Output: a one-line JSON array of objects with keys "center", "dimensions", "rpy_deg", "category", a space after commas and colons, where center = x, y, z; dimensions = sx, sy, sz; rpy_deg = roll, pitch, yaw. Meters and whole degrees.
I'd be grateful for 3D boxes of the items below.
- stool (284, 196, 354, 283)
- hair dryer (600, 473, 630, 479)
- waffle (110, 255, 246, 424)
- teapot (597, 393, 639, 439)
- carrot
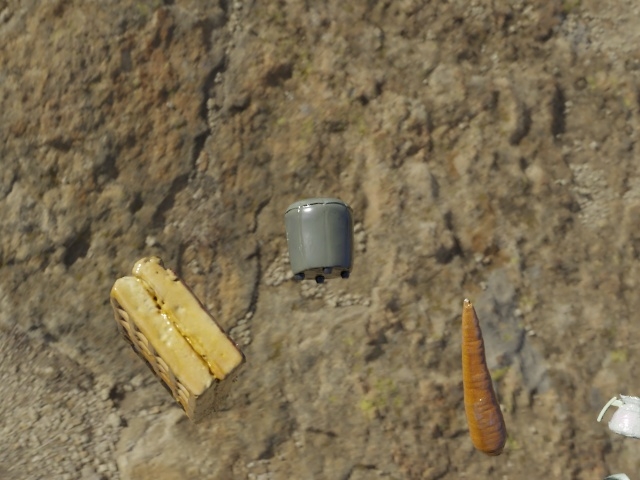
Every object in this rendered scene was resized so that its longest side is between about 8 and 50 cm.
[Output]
[{"center": [0.000, 0.000, 1.224], "dimensions": [0.096, 0.096, 0.110], "rpy_deg": [4, 73, -26], "category": "stool"}, {"center": [0.519, 0.562, 1.681], "dimensions": [0.075, 0.206, 0.237], "rpy_deg": [51, 15, -30], "category": "hair dryer"}, {"center": [-0.221, 0.165, 1.391], "dimensions": [0.098, 0.327, 0.224], "rpy_deg": [-36, 81, -20], "category": "waffle"}, {"center": [0.484, 0.276, 1.436], "dimensions": [0.064, 0.083, 0.064], "rpy_deg": [22, 80, -58], "category": "teapot"}, {"center": [0.198, 0.173, 1.138], "dimensions": [0.048, 0.048, 0.216], "rpy_deg": [-22, 109, -31], "category": "carrot"}]
